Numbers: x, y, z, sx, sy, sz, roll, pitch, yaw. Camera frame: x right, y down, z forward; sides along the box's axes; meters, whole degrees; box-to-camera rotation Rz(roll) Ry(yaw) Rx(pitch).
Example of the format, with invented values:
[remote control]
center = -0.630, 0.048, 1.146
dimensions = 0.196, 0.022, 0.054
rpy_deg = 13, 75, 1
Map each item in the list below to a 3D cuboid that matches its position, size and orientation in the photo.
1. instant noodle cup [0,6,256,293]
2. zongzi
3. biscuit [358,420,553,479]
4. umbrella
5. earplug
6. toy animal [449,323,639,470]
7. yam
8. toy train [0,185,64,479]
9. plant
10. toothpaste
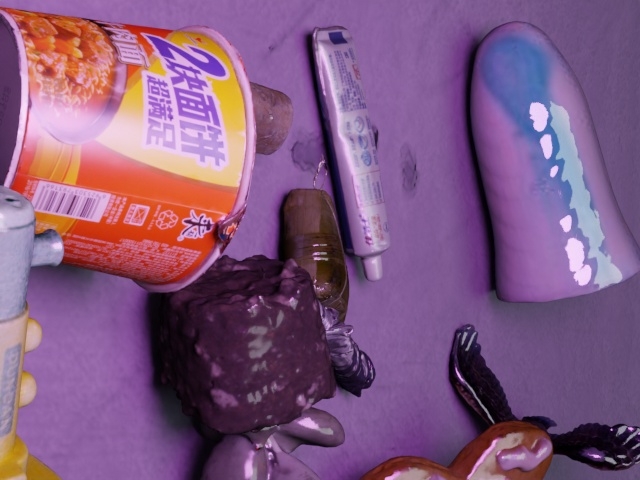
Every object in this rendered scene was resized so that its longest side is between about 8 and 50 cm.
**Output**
[instant noodle cup]
center = -0.175, -0.071, 0.801
dimensions = 0.174, 0.213, 0.213
rpy_deg = 8, 84, -41
[zongzi]
center = 0.000, 0.000, 1.124
dimensions = 0.130, 0.062, 0.154
rpy_deg = 43, 40, -64
[biscuit]
center = 0.168, 0.408, 1.213
dimensions = 0.283, 0.064, 0.432
rpy_deg = -15, 114, -27
[umbrella]
center = 0.016, 0.099, 1.092
dimensions = 0.188, 0.050, 0.046
rpy_deg = 57, 10, -54
[earplug]
center = 0.266, -0.104, 1.335
dimensions = 0.185, 0.185, 0.324
rpy_deg = -23, 101, -47
[toy animal]
center = 0.255, 0.259, 1.331
dimensions = 0.160, 0.272, 0.197
rpy_deg = 84, 31, -61
[yam]
center = -0.101, -0.119, 0.979
dimensions = 0.169, 0.068, 0.068
rpy_deg = 11, 82, -50
[toy train]
center = -0.256, 0.108, 0.682
dimensions = 0.237, 0.150, 0.369
rpy_deg = -9, 118, -46
[plant]
center = -0.056, 0.153, 0.979
dimensions = 0.149, 0.146, 0.275
rpy_deg = -18, 106, -28
[toothpaste]
center = 0.033, -0.089, 1.148
dimensions = 0.069, 0.047, 0.268
rpy_deg = -14, 99, -29
